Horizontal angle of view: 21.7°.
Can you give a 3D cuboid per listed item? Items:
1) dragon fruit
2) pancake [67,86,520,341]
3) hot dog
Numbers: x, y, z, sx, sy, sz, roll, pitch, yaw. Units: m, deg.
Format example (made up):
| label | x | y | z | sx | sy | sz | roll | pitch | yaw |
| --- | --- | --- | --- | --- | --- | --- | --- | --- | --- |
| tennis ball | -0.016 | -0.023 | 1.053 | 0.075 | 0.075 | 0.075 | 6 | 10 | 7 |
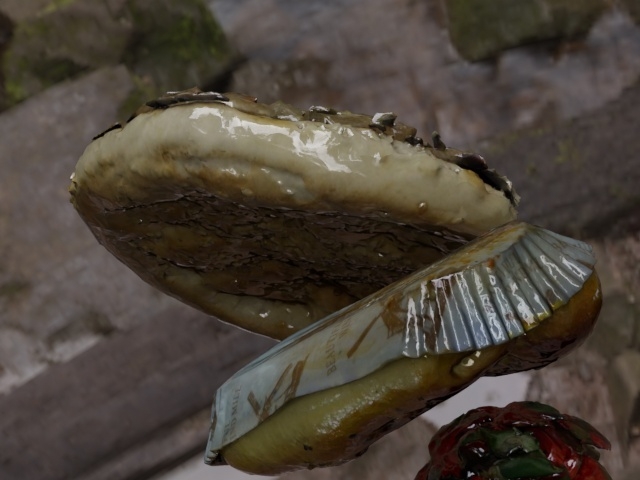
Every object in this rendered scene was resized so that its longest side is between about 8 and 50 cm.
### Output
| label | x | y | z | sx | sy | sz | roll | pitch | yaw |
| --- | --- | --- | --- | --- | --- | --- | --- | --- | --- |
| dragon fruit | 0.152 | 0.218 | 1.278 | 0.182 | 0.182 | 0.188 | -16 | 92 | 4 |
| pancake | 0.000 | -0.001 | 1.194 | 0.382 | 0.382 | 0.071 | 5 | 69 | 21 |
| hot dog | 0.041 | 0.069 | 0.947 | 0.163 | 0.081 | 0.270 | -28 | 0 | -45 |
